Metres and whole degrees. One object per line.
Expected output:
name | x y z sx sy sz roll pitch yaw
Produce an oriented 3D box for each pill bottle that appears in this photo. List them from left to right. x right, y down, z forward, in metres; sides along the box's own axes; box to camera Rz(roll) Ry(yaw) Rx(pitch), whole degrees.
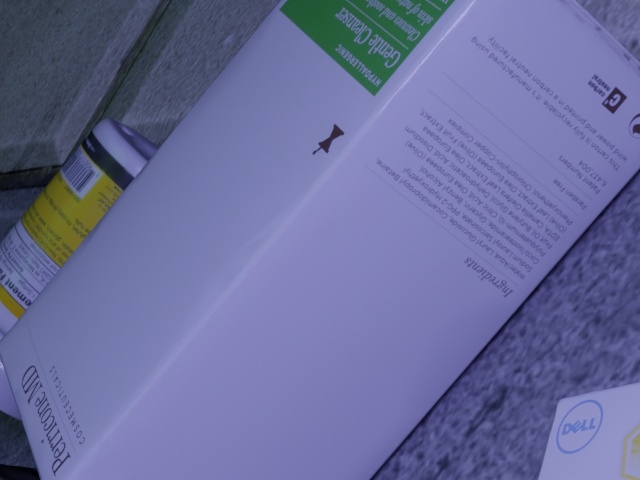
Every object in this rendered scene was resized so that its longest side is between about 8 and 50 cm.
pill bottle | -0.177 0.025 1.229 0.208 0.119 0.119 -50 26 6

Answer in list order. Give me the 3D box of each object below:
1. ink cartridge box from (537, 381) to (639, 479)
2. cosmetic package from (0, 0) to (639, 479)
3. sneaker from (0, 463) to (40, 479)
ink cartridge box | 0.174 0.066 0.688 0.171 0.056 0.235 -20 44 49
cosmetic package | 0.000 0.000 0.936 0.365 0.155 0.197 -50 30 4
sneaker | -0.164 0.194 0.926 0.087 0.227 0.130 21 87 22
